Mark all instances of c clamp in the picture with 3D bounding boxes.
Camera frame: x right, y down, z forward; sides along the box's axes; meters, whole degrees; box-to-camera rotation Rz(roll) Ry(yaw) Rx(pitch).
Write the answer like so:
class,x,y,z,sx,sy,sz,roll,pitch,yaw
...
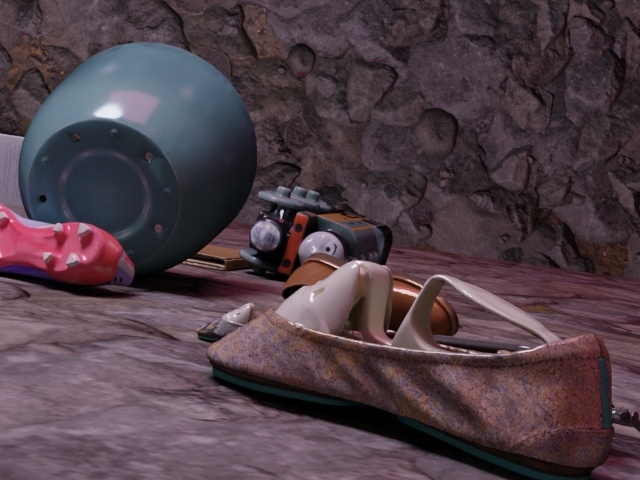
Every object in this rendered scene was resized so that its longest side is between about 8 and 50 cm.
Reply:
class,x,y,z,sx,sy,sz,roll,pitch,yaw
c clamp,0.149,0.110,0.749,0.160,0.022,0.137,7,-28,40

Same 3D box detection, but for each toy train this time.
class,x,y,z,sx,sy,sz,roll,pitch,yaw
toy train,0.000,0.000,1.669,0.190,0.142,0.334,19,6,13

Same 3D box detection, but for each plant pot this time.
class,x,y,z,sx,sy,sz,roll,pitch,yaw
plant pot,-0.239,-0.084,1.298,0.293,0.293,0.235,9,19,2

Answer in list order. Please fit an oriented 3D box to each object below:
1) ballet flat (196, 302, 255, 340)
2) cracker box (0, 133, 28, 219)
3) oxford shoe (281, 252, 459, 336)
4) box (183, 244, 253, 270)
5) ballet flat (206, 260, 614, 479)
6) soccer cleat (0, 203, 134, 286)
class,x,y,z,sx,sy,sz,roll,pitch,yaw
ballet flat,-0.054,0.076,0.930,0.114,0.041,0.041,9,3,10
cracker box,-0.438,-0.071,1.485,0.067,0.156,0.232,10,3,41
oxford shoe,0.050,0.076,1.141,0.212,0.076,0.076,13,35,34
box,-0.193,0.022,1.687,0.164,0.021,0.201,9,4,16
ballet flat,0.054,0.071,0.708,0.316,0.106,0.107,10,4,35
soccer cleat,-0.323,0.011,1.176,0.248,0.083,0.095,7,-23,30
